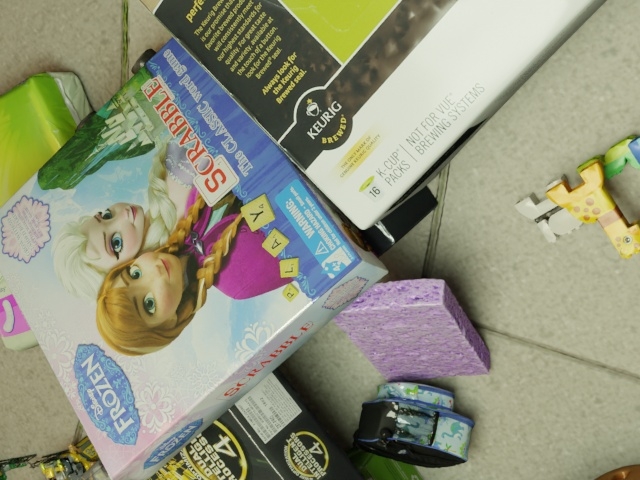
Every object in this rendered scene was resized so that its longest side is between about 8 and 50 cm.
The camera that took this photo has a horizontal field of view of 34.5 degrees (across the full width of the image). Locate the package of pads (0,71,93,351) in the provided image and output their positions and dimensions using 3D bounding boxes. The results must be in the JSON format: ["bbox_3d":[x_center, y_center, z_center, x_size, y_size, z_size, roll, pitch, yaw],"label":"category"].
[{"bbox_3d":[-0.343,-0.030,1.260,0.229,0.101,0.296,-21,97,27],"label":"package of pads"}]

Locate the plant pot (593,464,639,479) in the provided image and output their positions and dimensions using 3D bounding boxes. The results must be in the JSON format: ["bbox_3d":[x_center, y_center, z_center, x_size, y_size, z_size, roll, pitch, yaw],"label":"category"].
[{"bbox_3d":[0.326,0.358,1.022,0.291,0.203,0.291,7,109,23],"label":"plant pot"}]

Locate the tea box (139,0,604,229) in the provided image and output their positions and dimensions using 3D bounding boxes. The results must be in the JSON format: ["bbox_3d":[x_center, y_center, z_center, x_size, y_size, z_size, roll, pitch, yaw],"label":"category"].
[{"bbox_3d":[0.066,-0.250,0.936,0.323,0.220,0.329,47,118,4],"label":"tea box"}]

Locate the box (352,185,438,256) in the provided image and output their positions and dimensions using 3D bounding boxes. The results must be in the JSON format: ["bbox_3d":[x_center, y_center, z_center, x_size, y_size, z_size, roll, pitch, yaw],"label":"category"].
[{"bbox_3d":[0.000,0.000,1.084,0.207,0.153,0.108,-41,87,29],"label":"box"}]

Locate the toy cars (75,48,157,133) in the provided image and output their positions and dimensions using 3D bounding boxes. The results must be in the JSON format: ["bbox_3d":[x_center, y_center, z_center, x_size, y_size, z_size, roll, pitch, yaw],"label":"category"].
[{"bbox_3d":[-0.191,-0.027,1.159,0.176,0.087,0.393,-1,89,-9],"label":"toy cars"}]

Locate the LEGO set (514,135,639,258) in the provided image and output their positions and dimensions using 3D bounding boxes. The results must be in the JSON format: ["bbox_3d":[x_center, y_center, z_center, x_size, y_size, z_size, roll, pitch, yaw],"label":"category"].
[{"bbox_3d":[0.296,-0.044,0.975,0.227,0.087,0.093,-32,91,30],"label":"LEGO set"}]

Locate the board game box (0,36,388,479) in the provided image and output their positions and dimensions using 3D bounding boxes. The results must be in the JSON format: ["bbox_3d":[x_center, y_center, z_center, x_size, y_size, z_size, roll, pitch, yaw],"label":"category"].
[{"bbox_3d":[-0.148,0.009,1.000,0.318,0.066,0.318,-42,64,13],"label":"board game box"}]

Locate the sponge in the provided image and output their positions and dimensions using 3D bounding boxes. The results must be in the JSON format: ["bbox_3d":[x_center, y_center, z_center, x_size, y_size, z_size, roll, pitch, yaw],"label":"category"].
[{"bbox_3d":[0.095,0.097,1.055,0.117,0.210,0.031,-7,62,19],"label":"sponge"}]

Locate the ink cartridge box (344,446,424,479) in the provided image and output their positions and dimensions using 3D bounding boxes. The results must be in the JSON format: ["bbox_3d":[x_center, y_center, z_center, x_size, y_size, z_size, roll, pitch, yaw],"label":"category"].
[{"bbox_3d":[0.068,0.382,1.208,0.189,0.097,0.255,-34,91,29],"label":"ink cartridge box"}]

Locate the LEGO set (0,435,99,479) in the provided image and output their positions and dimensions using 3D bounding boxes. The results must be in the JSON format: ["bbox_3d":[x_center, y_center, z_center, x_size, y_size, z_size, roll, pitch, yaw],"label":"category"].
[{"bbox_3d":[-0.399,0.406,1.370,0.331,0.192,0.255,-7,103,26],"label":"LEGO set"}]

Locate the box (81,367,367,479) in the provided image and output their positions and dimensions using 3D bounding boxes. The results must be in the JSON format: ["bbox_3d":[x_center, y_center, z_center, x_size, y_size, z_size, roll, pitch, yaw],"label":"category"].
[{"bbox_3d":[-0.054,0.334,1.119,0.395,0.097,0.318,52,136,3],"label":"box"}]

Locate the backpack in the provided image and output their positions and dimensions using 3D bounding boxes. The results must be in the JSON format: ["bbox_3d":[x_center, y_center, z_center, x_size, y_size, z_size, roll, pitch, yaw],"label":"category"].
[{"bbox_3d":[0.108,0.201,1.126,0.114,0.105,0.084,19,72,-12],"label":"backpack"}]
